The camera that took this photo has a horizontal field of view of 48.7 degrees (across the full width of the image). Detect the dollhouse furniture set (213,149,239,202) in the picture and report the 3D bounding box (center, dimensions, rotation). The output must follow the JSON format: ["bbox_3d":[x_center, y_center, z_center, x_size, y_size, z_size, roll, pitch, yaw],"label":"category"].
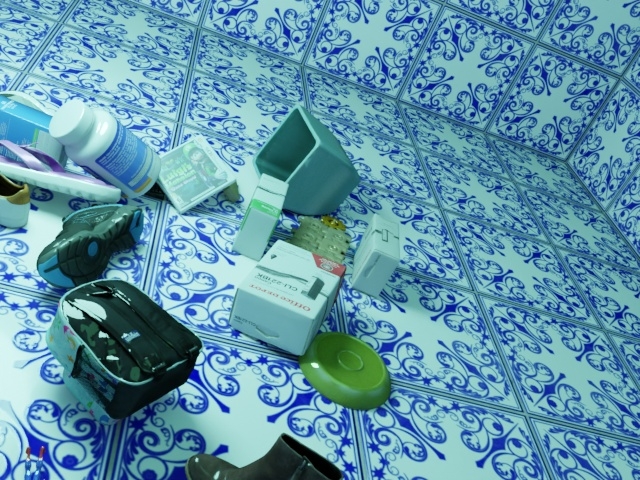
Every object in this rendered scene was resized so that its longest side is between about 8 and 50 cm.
[{"bbox_3d":[-0.340,-0.177,2.100,0.151,0.123,0.144,49,14,-36],"label":"dollhouse furniture set"}]

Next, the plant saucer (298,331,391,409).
[{"bbox_3d":[0.065,0.293,1.665,0.240,0.037,0.241,19,31,-12],"label":"plant saucer"}]

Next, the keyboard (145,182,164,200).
[{"bbox_3d":[-0.458,-0.174,2.009,0.108,0.023,0.180,17,32,-16],"label":"keyboard"}]

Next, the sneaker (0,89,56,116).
[{"bbox_3d":[-0.784,-0.320,1.917,0.271,0.100,0.108,24,35,-4],"label":"sneaker"}]

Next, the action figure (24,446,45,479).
[{"bbox_3d":[-0.460,0.387,1.128,0.038,0.030,0.115,8,39,-19],"label":"action figure"}]

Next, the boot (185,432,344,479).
[{"bbox_3d":[-0.096,0.380,1.165,0.248,0.207,0.090,31,31,12],"label":"boot"}]

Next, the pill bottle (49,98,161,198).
[{"bbox_3d":[-0.544,-0.233,1.790,0.272,0.152,0.152,45,7,-50],"label":"pill bottle"}]

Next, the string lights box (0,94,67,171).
[{"bbox_3d":[-0.779,-0.278,1.815,0.259,0.133,0.077,22,31,-7],"label":"string lights box"}]

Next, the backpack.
[{"bbox_3d":[-0.378,0.197,1.322,0.253,0.191,0.225,43,31,14],"label":"backpack"}]

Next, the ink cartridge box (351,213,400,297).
[{"bbox_3d":[0.158,0.042,2.015,0.085,0.148,0.203,23,31,-9],"label":"ink cartridge box"}]

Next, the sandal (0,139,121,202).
[{"bbox_3d":[-0.685,-0.187,1.716,0.416,0.102,0.169,17,0,-13],"label":"sandal"}]

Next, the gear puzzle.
[{"bbox_3d":[0.000,0.000,2.075,0.175,0.044,0.339,25,27,2],"label":"gear puzzle"}]

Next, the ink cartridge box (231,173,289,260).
[{"bbox_3d":[-0.162,-0.067,1.938,0.086,0.153,0.208,23,31,-7],"label":"ink cartridge box"}]

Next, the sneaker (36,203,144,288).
[{"bbox_3d":[-0.540,0.006,1.601,0.139,0.125,0.341,13,23,14],"label":"sneaker"}]

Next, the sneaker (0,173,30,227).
[{"bbox_3d":[-0.795,-0.137,1.597,0.290,0.123,0.106,19,33,-10],"label":"sneaker"}]

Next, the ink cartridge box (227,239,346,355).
[{"bbox_3d":[-0.075,0.131,1.712,0.196,0.114,0.273,21,30,9],"label":"ink cartridge box"}]

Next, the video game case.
[{"bbox_3d":[-0.362,-0.188,1.975,0.190,0.022,0.173,-34,78,-24],"label":"video game case"}]

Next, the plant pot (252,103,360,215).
[{"bbox_3d":[-0.022,-0.225,2.215,0.252,0.247,0.248,25,25,-36],"label":"plant pot"}]
